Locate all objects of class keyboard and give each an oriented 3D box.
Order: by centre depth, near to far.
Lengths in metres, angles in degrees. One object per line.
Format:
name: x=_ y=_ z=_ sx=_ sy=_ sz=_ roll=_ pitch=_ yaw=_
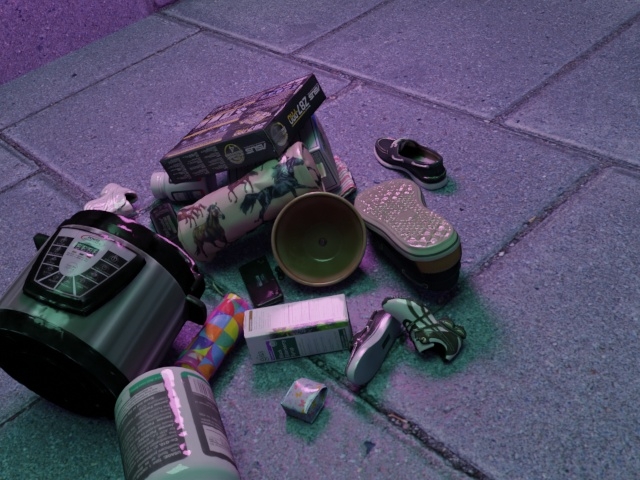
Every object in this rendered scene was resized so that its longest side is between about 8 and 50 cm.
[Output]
keyboard: x=-0.139 y=0.102 z=1.948 sx=0.108 sy=0.023 sz=0.180 roll=-25 pitch=40 yaw=-5

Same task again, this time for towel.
towel: x=0.015 y=-0.163 z=2.190 sx=0.144 sy=0.029 sz=0.197 roll=-34 pitch=37 yaw=7

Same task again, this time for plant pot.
plant pot: x=0.000 y=0.000 z=1.924 sx=0.238 sy=0.237 sz=0.110 roll=-10 pitch=-5 yaw=4

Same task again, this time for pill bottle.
pill bottle: x=-0.264 y=0.426 z=1.426 sx=0.204 sy=0.204 sz=0.361 roll=-20 pitch=38 yaw=-9
pill bottle: x=-0.415 y=-0.174 z=2.304 sx=0.180 sy=0.108 sz=0.108 roll=-4 pitch=39 yaw=11

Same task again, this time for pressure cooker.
pressure cooker: x=-0.487 y=0.135 z=1.692 sx=0.376 sy=0.370 sz=0.420 roll=-13 pitch=37 yaw=43

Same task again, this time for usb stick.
usb stick: x=-0.426 y=-0.022 z=2.167 sx=0.077 sy=0.045 sz=0.278 roll=-28 pitch=40 yaw=-8

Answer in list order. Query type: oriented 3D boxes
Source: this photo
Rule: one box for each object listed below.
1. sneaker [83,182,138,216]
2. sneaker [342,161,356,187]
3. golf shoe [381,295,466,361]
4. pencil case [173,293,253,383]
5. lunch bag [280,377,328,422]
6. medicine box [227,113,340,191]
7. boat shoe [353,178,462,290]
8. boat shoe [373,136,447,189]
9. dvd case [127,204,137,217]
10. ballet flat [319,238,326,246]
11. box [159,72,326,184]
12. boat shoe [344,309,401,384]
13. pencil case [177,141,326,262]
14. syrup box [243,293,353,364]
sneaker: x=-0.619 y=-0.089 z=2.254 sx=0.115 sy=0.090 sz=0.232 roll=7 pitch=44 yaw=17
sneaker: x=0.066 y=-0.178 z=2.227 sx=0.058 sy=0.052 sz=0.135 roll=-24 pitch=31 yaw=1
golf shoe: x=0.215 y=0.191 z=1.653 sx=0.198 sy=0.077 sz=0.093 roll=26 pitch=60 yaw=9
pencil case: x=-0.240 y=0.231 z=1.756 sx=0.105 sy=0.104 sz=0.236 roll=11 pitch=43 yaw=27
lunch bag: x=-0.030 y=0.333 z=1.601 sx=0.071 sy=0.053 sz=0.083 roll=12 pitch=54 yaw=31
medicine box: x=-0.115 y=-0.222 z=2.197 sx=0.289 sy=0.149 sz=0.263 roll=-23 pitch=37 yaw=8
boat shoe: x=0.214 y=-0.024 z=1.908 sx=0.187 sy=0.156 sz=0.500 roll=-23 pitch=27 yaw=-6
boat shoe: x=0.260 y=-0.252 z=2.222 sx=0.114 sy=0.091 sz=0.302 roll=-32 pitch=42 yaw=-23
dvd case: x=-0.621 y=-0.095 z=2.341 sx=0.087 sy=0.013 sz=0.119 roll=-26 pitch=39 yaw=-17
ballet flat: x=-0.001 y=-0.003 z=2.026 sx=0.041 sy=0.041 sz=0.114 roll=0 pitch=40 yaw=16
box: x=-0.215 y=-0.311 z=2.122 sx=0.395 sy=0.097 sz=0.318 roll=-11 pitch=29 yaw=35
boat shoe: x=0.101 y=0.227 z=1.678 sx=0.076 sy=0.080 sz=0.228 roll=6 pitch=40 yaw=32
pencil case: x=-0.176 y=-0.099 z=1.998 sx=0.410 sy=0.159 sz=0.183 roll=-29 pitch=0 yaw=6
syrup box: x=-0.049 y=0.203 z=1.736 sx=0.237 sy=0.093 sz=0.096 roll=-10 pitch=38 yaw=3
